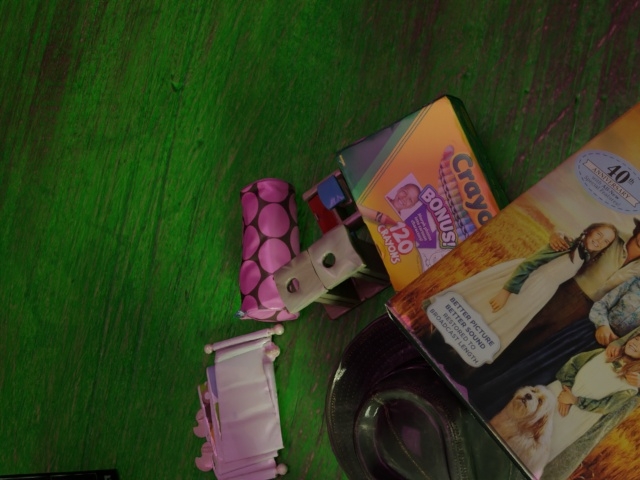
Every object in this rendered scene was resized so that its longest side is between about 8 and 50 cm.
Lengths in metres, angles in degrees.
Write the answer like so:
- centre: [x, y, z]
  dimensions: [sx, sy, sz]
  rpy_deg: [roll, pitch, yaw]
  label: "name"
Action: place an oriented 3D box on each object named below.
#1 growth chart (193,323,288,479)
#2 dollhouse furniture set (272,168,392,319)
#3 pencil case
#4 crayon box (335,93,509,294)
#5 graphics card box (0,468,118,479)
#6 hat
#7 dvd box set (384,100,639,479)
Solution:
- centre: [-0.123, 0.255, 1.155]
  dimensions: [0.172, 0.021, 0.237]
  rpy_deg: [-12, 73, 28]
  label: "growth chart"
- centre: [0.000, 0.000, 1.075]
  dimensions: [0.129, 0.129, 0.184]
  rpy_deg: [-35, 65, 20]
  label: "dollhouse furniture set"
- centre: [-0.082, 0.016, 1.147]
  dimensions: [0.098, 0.095, 0.209]
  rpy_deg: [-16, 68, 48]
  label: "pencil case"
- centre: [0.155, -0.023, 0.974]
  dimensions: [0.165, 0.081, 0.278]
  rpy_deg: [-26, 85, 24]
  label: "crayon box"
- centre: [-0.506, 0.424, 1.138]
  dimensions: [0.233, 0.371, 0.094]
  rpy_deg: [-29, 66, 21]
  label: "graphics card box"
- centre: [0.136, 0.242, 0.896]
  dimensions: [0.331, 0.134, 0.331]
  rpy_deg: [2, 95, 22]
  label: "hat"
- centre: [0.326, 0.057, 0.819]
  dimensions: [0.420, 0.062, 0.307]
  rpy_deg: [-37, 66, -4]
  label: "dvd box set"
